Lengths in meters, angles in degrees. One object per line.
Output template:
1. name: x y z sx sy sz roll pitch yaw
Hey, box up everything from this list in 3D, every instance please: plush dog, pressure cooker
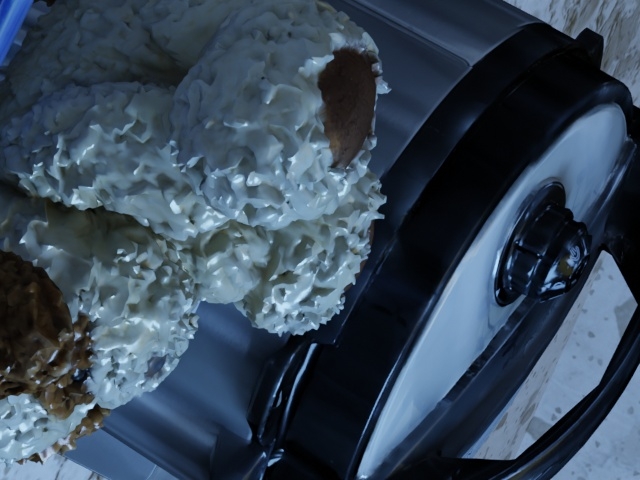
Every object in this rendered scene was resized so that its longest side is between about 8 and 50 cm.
1. plush dog: -0.105 -0.006 0.853 0.225 0.210 0.262 -56 170 -14
2. pressure cooker: -0.001 -0.002 1.214 0.370 0.420 0.375 -64 162 11

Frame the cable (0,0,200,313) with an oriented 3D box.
1. cable: -0.181 -0.020 1.010 0.089 0.257 0.257 -44 121 -84

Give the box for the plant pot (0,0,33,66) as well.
1. plant pot: -0.255 -0.121 0.726 0.236 0.212 0.236 -62 160 6

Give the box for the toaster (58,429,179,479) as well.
1. toaster: -0.117 0.108 1.554 0.186 0.110 0.168 -62 162 4
